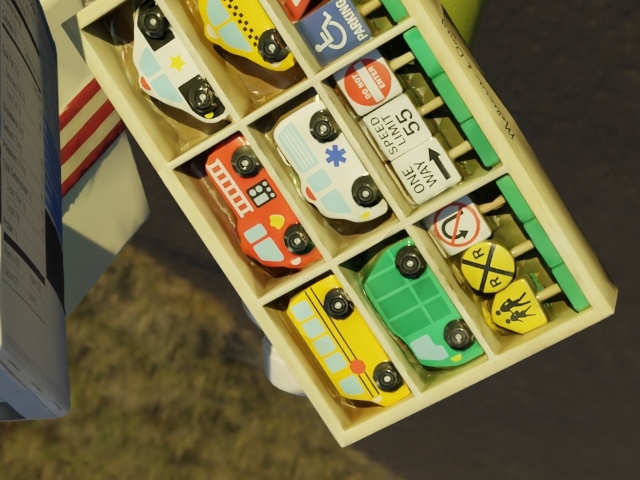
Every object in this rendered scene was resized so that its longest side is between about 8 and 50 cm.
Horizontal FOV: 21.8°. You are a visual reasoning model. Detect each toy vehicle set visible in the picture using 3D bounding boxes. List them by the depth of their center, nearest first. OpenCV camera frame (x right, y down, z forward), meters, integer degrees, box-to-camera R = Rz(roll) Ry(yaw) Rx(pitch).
[{"bbox_3d":[0.011,-0.042,0.842,0.166,0.035,0.267,-30,98,22],"label":"toy vehicle set"}]

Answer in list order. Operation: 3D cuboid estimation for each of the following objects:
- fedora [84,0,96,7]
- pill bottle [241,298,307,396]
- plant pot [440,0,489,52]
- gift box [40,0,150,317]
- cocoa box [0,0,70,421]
[{"bbox_3d":[-0.251,-0.205,1.794,0.244,0.275,0.124,-5,111,8],"label":"fedora"},{"bbox_3d":[0.000,0.000,1.685,0.169,0.169,0.301,8,117,17],"label":"pill bottle"},{"bbox_3d":[0.033,-0.222,2.112,0.366,0.353,0.366,7,176,0],"label":"plant pot"},{"bbox_3d":[-0.313,-0.058,1.233,0.255,0.258,0.276,-5,122,26],"label":"gift box"},{"bbox_3d":[-0.310,-0.028,0.820,0.347,0.228,0.231,-3,167,-2],"label":"cocoa box"}]
